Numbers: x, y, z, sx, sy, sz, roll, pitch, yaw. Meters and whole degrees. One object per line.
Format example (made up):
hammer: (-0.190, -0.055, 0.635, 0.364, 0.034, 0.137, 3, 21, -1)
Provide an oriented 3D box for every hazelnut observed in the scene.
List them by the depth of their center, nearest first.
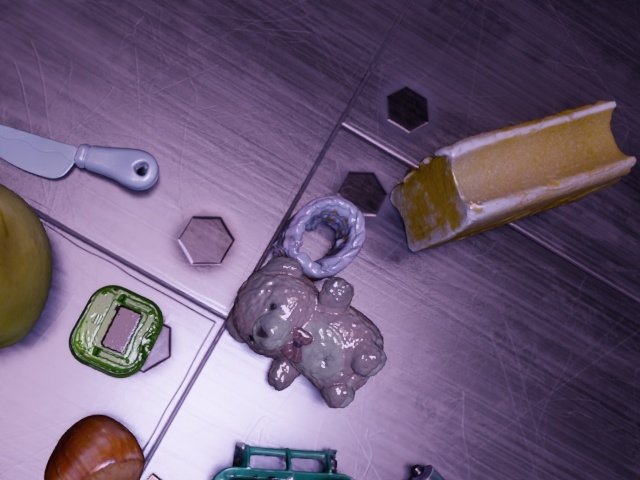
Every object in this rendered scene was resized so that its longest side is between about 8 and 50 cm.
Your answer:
hazelnut: (-0.345, 0.340, 0.979, 0.150, 0.150, 0.150, 3, 77, -12)

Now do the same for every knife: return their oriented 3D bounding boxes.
knife: (-0.445, -0.143, 1.118, 0.332, 0.044, 0.080, 11, 82, -4)

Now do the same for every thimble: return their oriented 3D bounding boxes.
thimble: (0.000, -0.003, 1.143, 0.127, 0.118, 0.151, 40, 72, -4)

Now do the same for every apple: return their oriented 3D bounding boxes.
apple: (-0.550, 0.044, 0.945, 0.295, 0.233, 0.257, -19, 80, -16)

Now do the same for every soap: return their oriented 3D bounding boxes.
soap: (0.326, -0.109, 1.152, 0.335, 0.293, 0.156, -16, 85, -17)

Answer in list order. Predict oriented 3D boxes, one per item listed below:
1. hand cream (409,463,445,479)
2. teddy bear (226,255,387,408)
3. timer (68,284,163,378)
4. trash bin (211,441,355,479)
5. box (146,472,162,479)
hand cream: (0.234, 0.490, 1.118, 0.075, 0.052, 0.247, -34, 87, -17)
teddy bear: (-0.021, 0.150, 1.081, 0.267, 0.151, 0.236, 34, 111, -9)
timer: (-0.334, 0.148, 1.068, 0.128, 0.047, 0.140, 27, 73, -7)
trash bin: (-0.015, 0.423, 0.895, 0.259, 0.381, 0.295, 10, 66, -15)
box: (-0.245, 0.448, 1.034, 0.133, 0.023, 0.090, 40, 70, -2)
